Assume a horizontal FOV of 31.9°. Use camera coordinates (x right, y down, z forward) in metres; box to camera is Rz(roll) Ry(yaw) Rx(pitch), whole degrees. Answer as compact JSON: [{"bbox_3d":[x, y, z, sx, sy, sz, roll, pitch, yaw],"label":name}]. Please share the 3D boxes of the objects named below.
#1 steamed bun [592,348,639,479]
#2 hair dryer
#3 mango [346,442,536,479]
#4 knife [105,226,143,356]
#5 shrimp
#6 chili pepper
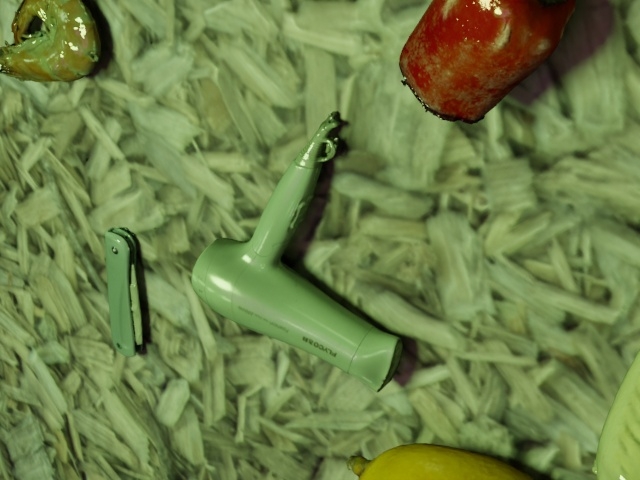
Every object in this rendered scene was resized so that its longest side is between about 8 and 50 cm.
[{"bbox_3d":[0.283,0.128,0.708,0.170,0.238,0.152,14,136,37],"label":"steamed bun"},{"bbox_3d":[0.000,0.000,0.996,0.206,0.075,0.237,26,122,17],"label":"hair dryer"},{"bbox_3d":[0.152,0.282,0.985,0.317,0.119,0.176,27,121,22],"label":"mango"},{"bbox_3d":[-0.212,0.060,1.223,0.044,0.023,0.162,25,129,30],"label":"knife"},{"bbox_3d":[-0.283,-0.201,1.113,0.180,0.041,0.099,-3,112,42],"label":"shrimp"},{"bbox_3d":[0.128,-0.160,0.763,0.086,0.084,0.192,36,140,-4],"label":"chili pepper"}]
